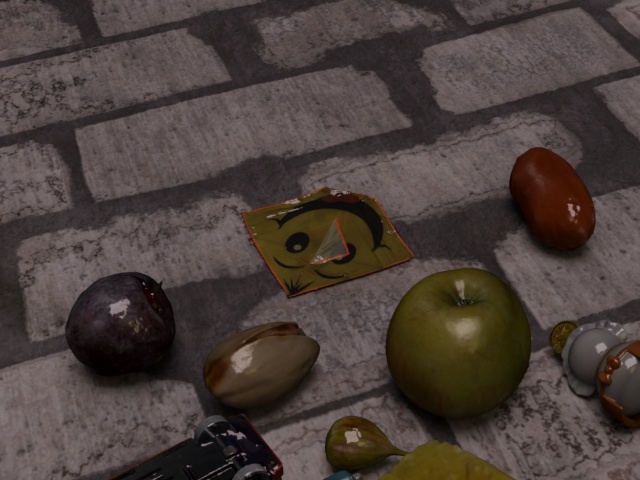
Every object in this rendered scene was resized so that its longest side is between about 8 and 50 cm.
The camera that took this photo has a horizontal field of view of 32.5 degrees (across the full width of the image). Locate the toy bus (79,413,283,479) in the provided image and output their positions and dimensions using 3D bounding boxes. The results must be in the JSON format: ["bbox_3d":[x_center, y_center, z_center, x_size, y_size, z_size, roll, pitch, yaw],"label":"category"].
[{"bbox_3d":[-0.223,0.399,1.636,0.329,0.153,0.143,-25,46,-23],"label":"toy bus"}]

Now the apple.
[{"bbox_3d":[0.229,0.166,1.824,0.260,0.194,0.261,-4,35,3],"label":"apple"}]

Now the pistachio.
[{"bbox_3d":[-0.101,0.207,1.848,0.215,0.144,0.144,-27,46,-33],"label":"pistachio"}]

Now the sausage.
[{"bbox_3d":[0.452,-0.085,2.129,0.133,0.133,0.258,-10,40,-6],"label":"sausage"}]

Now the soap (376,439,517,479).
[{"bbox_3d":[0.217,0.460,1.559,0.306,0.115,0.427,-33,49,-31],"label":"soap"}]

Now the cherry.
[{"bbox_3d":[-0.349,0.145,1.916,0.195,0.195,0.195,-2,42,2],"label":"cherry"}]

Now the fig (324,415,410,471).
[{"bbox_3d":[0.087,0.316,1.749,0.166,0.093,0.093,-11,42,-5],"label":"fig"}]

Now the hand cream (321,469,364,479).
[{"bbox_3d":[-0.027,0.417,1.673,0.224,0.048,0.083,-29,82,-24],"label":"hand cream"}]

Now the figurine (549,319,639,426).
[{"bbox_3d":[0.482,0.211,1.802,0.271,0.143,0.143,32,53,31],"label":"figurine"}]

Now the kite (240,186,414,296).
[{"bbox_3d":[0.000,0.002,2.160,0.377,0.013,0.327,13,46,17],"label":"kite"}]
